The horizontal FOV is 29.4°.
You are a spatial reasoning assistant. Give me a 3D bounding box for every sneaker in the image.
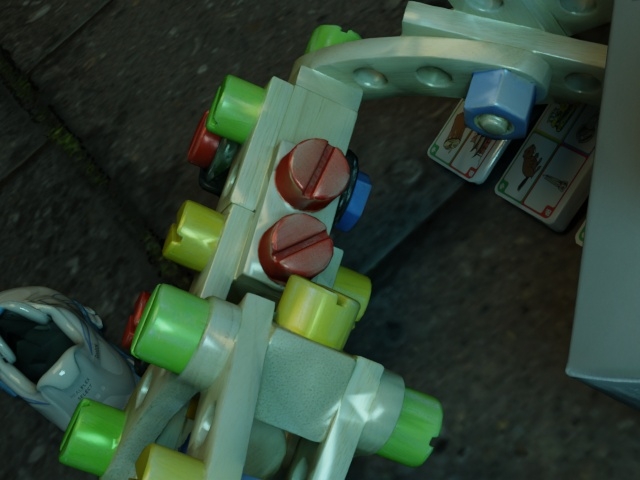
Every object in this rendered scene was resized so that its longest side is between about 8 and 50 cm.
[{"bbox_3d":[-0.162,0.055,0.691,0.071,0.083,0.190,-52,37,-14],"label":"sneaker"}]

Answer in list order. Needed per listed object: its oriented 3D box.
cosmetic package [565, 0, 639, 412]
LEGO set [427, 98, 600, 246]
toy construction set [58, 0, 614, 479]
[{"bbox_3d":[0.169,-0.048,0.429,0.107,0.127,0.238,1,69,40],"label":"cosmetic package"},{"bbox_3d":[0.177,-0.109,0.596,0.244,0.060,0.182,-58,35,4],"label":"LEGO set"},{"bbox_3d":[0.000,0.000,0.531,0.328,0.151,0.215,-57,8,-24],"label":"toy construction set"}]
